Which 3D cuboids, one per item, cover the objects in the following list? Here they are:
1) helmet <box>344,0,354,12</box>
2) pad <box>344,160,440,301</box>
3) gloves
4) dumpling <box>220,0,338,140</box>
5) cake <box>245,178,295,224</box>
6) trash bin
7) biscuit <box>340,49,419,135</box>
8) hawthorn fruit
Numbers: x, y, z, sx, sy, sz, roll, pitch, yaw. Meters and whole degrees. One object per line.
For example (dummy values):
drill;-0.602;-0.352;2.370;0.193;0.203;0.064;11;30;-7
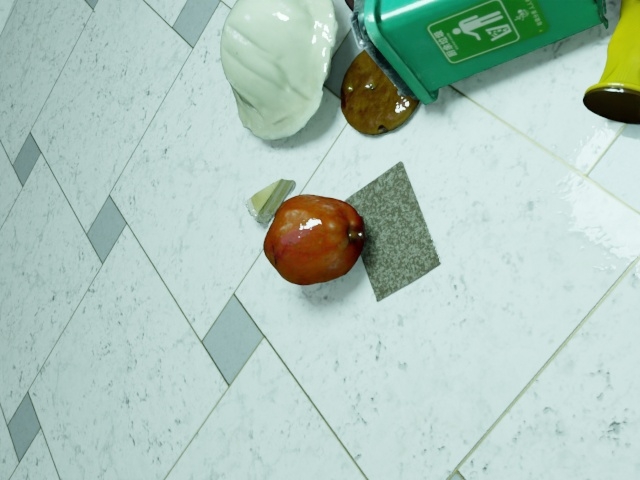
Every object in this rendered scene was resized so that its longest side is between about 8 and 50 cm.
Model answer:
helmet;0.091;-0.527;1.427;0.098;0.070;0.123;-42;54;25
pad;0.133;-0.019;1.298;0.158;0.003;0.235;-34;58;30
gloves;0.497;-0.332;1.008;0.133;0.116;0.295;17;84;35
dumpling;-0.091;-0.377;1.450;0.395;0.233;0.316;-47;54;39
cake;-0.111;-0.101;1.501;0.121;0.052;0.065;-51;49;20
trash bin;0.265;-0.437;1.138;0.380;0.259;0.295;-9;62;32
biscuit;0.122;-0.316;1.365;0.212;0.036;0.212;-12;70;37
hawthorn fruit;0.000;0.000;1.296;0.202;0.185;0.185;-6;75;35
